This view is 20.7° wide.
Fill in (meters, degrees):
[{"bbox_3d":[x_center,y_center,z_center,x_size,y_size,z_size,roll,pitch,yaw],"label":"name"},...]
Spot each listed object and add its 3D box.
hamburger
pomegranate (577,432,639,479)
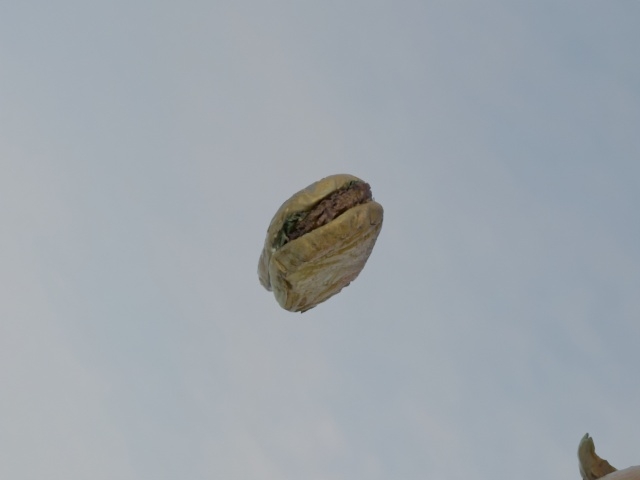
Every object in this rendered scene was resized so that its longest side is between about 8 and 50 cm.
[{"bbox_3d":[0.000,0.000,0.951,0.044,0.076,0.083,51,-31,25],"label":"hamburger"},{"bbox_3d":[0.191,0.200,0.888,0.256,0.221,0.221,-103,-170,-45],"label":"pomegranate"}]
